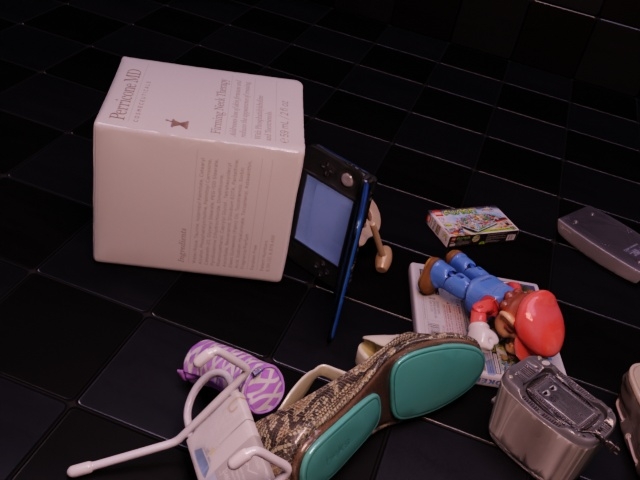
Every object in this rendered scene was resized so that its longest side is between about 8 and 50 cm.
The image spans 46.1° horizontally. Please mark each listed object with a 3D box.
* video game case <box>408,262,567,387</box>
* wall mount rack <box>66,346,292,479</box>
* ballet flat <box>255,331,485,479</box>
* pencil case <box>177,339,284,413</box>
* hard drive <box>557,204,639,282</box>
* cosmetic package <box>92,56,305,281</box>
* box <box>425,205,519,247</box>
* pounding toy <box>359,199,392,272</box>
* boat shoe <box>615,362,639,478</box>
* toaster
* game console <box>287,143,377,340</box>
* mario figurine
[{"bbox_3d":[0.339,0.178,1.572,0.300,0.036,0.329,10,34,-4],"label":"video game case"},{"bbox_3d":[-0.199,0.326,1.059,0.130,0.304,0.350,38,11,-38],"label":"wall mount rack"},{"bbox_3d":[0.074,0.254,1.294,0.483,0.164,0.182,-23,33,-37],"label":"ballet flat"},{"bbox_3d":[-0.147,0.226,1.245,0.088,0.086,0.206,-42,30,-27],"label":"pencil case"},{"bbox_3d":[0.744,0.009,1.921,0.172,0.054,0.254,-20,46,-38],"label":"hard drive"},{"bbox_3d":[-0.250,-0.151,1.587,0.393,0.327,0.329,6,35,-8],"label":"cosmetic package"},{"bbox_3d":[0.378,-0.036,1.882,0.207,0.036,0.114,-6,39,-24],"label":"box"},{"bbox_3d":[0.074,-0.062,1.679,0.269,0.155,0.154,40,44,-19],"label":"pounding toy"},{"bbox_3d":[0.611,0.375,1.354,0.112,0.095,0.335,9,40,-1],"label":"boat shoe"},{"bbox_3d":[0.397,0.320,1.294,0.129,0.146,0.227,-22,47,-38],"label":"toaster"},{"bbox_3d":[0.000,0.000,1.485,0.250,0.293,0.173,33,39,26],"label":"game console"},{"bbox_3d":[0.342,0.151,1.511,0.198,0.170,0.320,-44,44,-10],"label":"mario figurine"}]
